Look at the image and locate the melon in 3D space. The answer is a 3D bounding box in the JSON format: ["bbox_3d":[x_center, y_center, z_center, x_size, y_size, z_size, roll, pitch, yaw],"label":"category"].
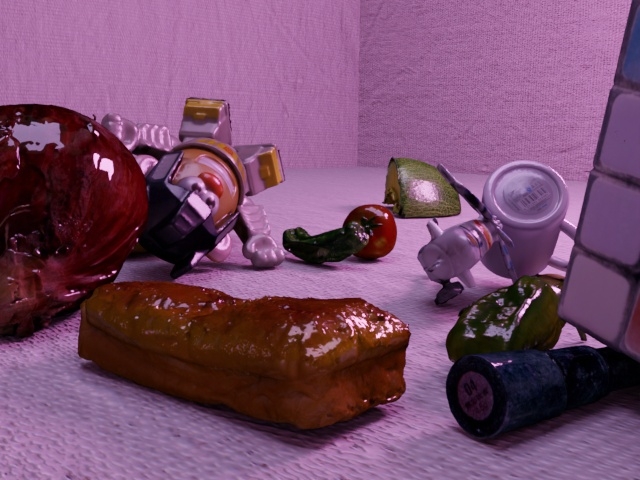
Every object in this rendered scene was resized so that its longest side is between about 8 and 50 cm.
[{"bbox_3d":[0.244,-0.127,1.740,0.169,0.129,0.265,3,8,-4],"label":"melon"}]

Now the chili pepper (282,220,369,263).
[{"bbox_3d":[-0.005,0.004,1.092,0.073,0.050,0.182,-46,28,-25],"label":"chili pepper"}]

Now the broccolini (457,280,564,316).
[{"bbox_3d":[0.217,0.058,0.749,0.218,0.042,0.044,-14,16,-40],"label":"broccolini"}]

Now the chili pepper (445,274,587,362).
[{"bbox_3d":[0.169,0.067,0.630,0.072,0.073,0.204,14,16,32],"label":"chili pepper"}]

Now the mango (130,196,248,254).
[{"bbox_3d":[-0.246,-0.050,1.199,0.195,0.142,0.331,4,17,29],"label":"mango"}]

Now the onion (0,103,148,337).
[{"bbox_3d":[-0.325,-0.025,0.781,0.281,0.281,0.221,6,-33,32],"label":"onion"}]

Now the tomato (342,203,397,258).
[{"bbox_3d":[0.075,-0.012,1.120,0.087,0.087,0.075,4,-16,20],"label":"tomato"}]

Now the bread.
[{"bbox_3d":[-0.064,0.074,0.575,0.271,0.077,0.139,5,6,41],"label":"bread"}]

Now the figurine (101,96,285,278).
[{"bbox_3d":[-0.171,-0.069,1.037,0.308,0.143,0.308,14,42,-13],"label":"figurine"}]

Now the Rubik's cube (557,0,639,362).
[{"bbox_3d":[0.357,-0.022,0.498,0.256,0.259,0.253,-6,26,-32],"label":"Rubik's cube"}]

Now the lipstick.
[{"bbox_3d":[0.192,0.100,0.544,0.234,0.053,0.053,0,8,-37],"label":"lipstick"}]

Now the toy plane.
[{"bbox_3d":[0.145,0.008,0.873,0.107,0.182,0.273,-33,12,-5],"label":"toy plane"}]

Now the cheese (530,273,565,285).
[{"bbox_3d":[0.281,0.056,0.872,0.044,0.030,0.083,20,-3,-20],"label":"cheese"}]

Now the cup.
[{"bbox_3d":[0.260,-0.021,0.898,0.136,0.099,0.133,7,-28,11],"label":"cup"}]
